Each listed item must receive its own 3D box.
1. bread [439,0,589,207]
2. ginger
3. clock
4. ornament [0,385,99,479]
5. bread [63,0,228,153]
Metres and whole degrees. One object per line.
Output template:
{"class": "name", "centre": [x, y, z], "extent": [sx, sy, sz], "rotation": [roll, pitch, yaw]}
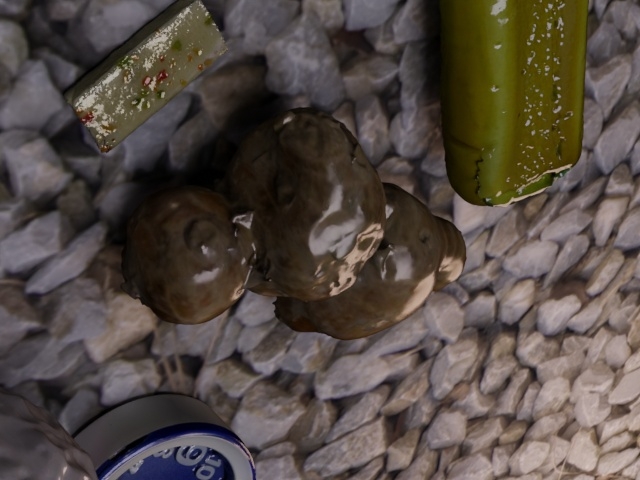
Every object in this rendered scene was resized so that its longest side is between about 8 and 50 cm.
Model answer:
{"class": "bread", "centre": [0.191, -0.211, 1.210], "extent": [0.166, 0.112, 0.383], "rotation": [-23, 130, -21]}
{"class": "ginger", "centre": [0.000, 0.000, 1.172], "extent": [0.375, 0.176, 0.256], "rotation": [17, 125, -46]}
{"class": "clock", "centre": [-0.185, 0.277, 1.270], "extent": [0.230, 0.083, 0.230], "rotation": [-22, 130, -29]}
{"class": "ornament", "centre": [-0.332, 0.271, 0.974], "extent": [0.337, 0.337, 0.337], "rotation": [-20, 129, -27]}
{"class": "bread", "centre": [-0.151, -0.148, 1.043], "extent": [0.154, 0.028, 0.068], "rotation": [-41, 134, -11]}
